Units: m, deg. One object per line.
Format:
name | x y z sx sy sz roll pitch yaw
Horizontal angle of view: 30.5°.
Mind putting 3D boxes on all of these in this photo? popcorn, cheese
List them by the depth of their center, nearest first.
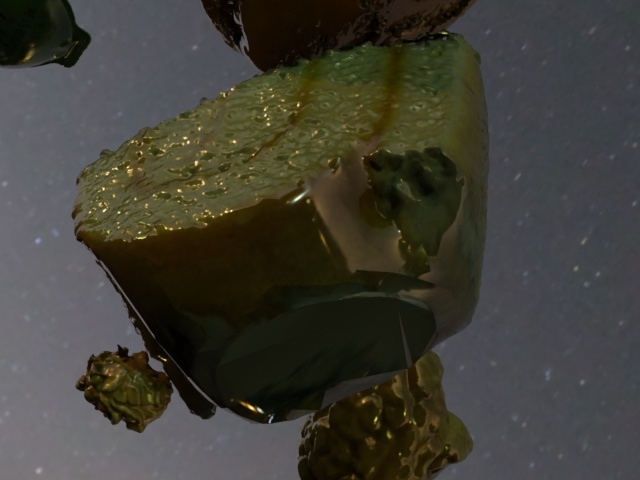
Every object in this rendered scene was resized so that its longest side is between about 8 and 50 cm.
popcorn | -0.162 0.122 0.974 0.083 0.057 0.082 30 7 -46
cheese | -0.409 -0.288 1.311 0.320 0.083 0.204 29 -37 -18
popcorn | 0.083 0.226 1.385 0.203 0.226 0.200 22 -34 -13

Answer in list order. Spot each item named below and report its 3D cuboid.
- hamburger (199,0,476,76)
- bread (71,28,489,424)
hamburger | 0.028 -0.278 1.129 0.304 0.284 0.174 -40 -116 13
bread | 0.009 -0.001 1.026 0.395 0.264 0.239 -23 -52 -2
